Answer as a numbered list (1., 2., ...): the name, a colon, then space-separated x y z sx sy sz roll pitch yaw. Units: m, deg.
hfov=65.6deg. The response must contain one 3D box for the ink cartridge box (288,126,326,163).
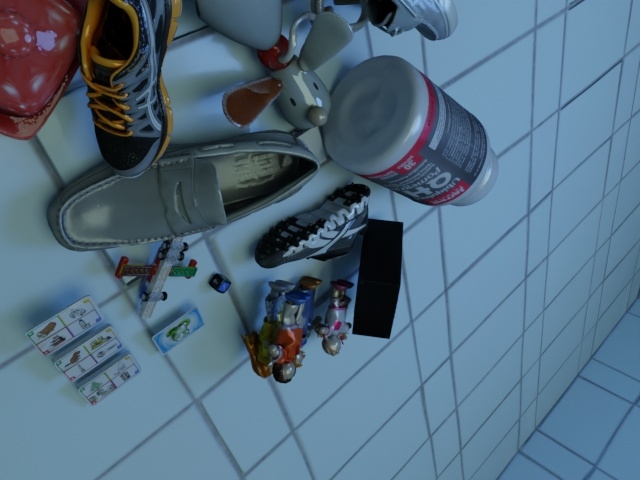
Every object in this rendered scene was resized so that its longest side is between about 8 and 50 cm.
1. ink cartridge box: -0.046 -0.122 0.738 0.115 0.029 0.062 -37 132 -23

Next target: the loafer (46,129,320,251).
1. loafer: -0.150 -0.063 0.591 0.320 0.111 0.112 -24 118 -24

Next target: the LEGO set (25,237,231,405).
1. LEGO set: -0.238 0.088 0.663 0.244 0.060 0.182 -36 143 -24

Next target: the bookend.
1. bookend: 0.106 0.069 0.915 0.156 0.072 0.157 91 8 -45

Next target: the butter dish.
1. butter dish: -0.276 -0.178 0.424 0.160 0.118 0.160 32 86 -48

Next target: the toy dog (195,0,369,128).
1. toy dog: -0.057 -0.237 0.555 0.334 0.161 0.220 19 120 -44

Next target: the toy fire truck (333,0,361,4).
1. toy fire truck: 0.060 -0.413 0.576 0.158 0.217 0.246 -58 152 -6

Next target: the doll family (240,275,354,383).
1. doll family: -0.045 0.147 0.833 0.263 0.118 0.163 -4 107 -62

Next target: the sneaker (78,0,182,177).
1. sneaker: -0.191 -0.153 0.472 0.083 0.084 0.214 -67 174 -57

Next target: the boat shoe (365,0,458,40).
1. boat shoe: 0.082 -0.289 0.582 0.228 0.079 0.081 21 107 -49

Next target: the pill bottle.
1. pill bottle: 0.168 -0.155 0.818 0.319 0.176 0.176 15 99 -46

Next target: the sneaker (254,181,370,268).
1. sneaker: 0.000 0.000 0.806 0.234 0.078 0.106 -33 127 -31
